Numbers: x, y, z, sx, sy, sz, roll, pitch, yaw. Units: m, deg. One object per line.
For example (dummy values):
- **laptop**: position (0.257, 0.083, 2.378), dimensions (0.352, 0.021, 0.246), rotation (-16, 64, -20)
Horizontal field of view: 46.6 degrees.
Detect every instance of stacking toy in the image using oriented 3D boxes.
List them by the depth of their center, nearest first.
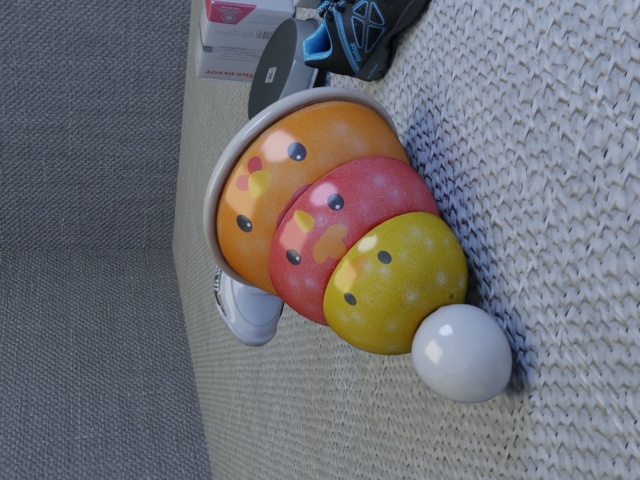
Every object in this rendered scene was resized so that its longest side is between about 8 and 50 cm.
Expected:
- **stacking toy**: position (0.086, 0.032, 1.016), dimensions (0.480, 0.350, 0.351), rotation (44, 135, 41)

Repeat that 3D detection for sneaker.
- **sneaker**: position (0.073, -0.378, 1.169), dimensions (0.341, 0.139, 0.125), rotation (118, 149, -53)
- **sneaker**: position (-0.106, 0.001, 1.347), dimensions (0.210, 0.137, 0.366), rotation (139, 135, -68)

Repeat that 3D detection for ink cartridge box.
- **ink cartridge box**: position (-0.202, -0.536, 1.890), dimensions (0.283, 0.207, 0.117), rotation (123, 144, -59)

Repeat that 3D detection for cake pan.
- **cake pan**: position (-0.087, -0.365, 1.661), dimensions (0.293, 0.054, 0.293), rotation (-43, 39, 48)

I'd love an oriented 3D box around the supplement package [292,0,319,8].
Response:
- **supplement package**: position (0.029, -0.541, 1.298), dimensions (0.134, 0.139, 0.244), rotation (170, 99, -70)
